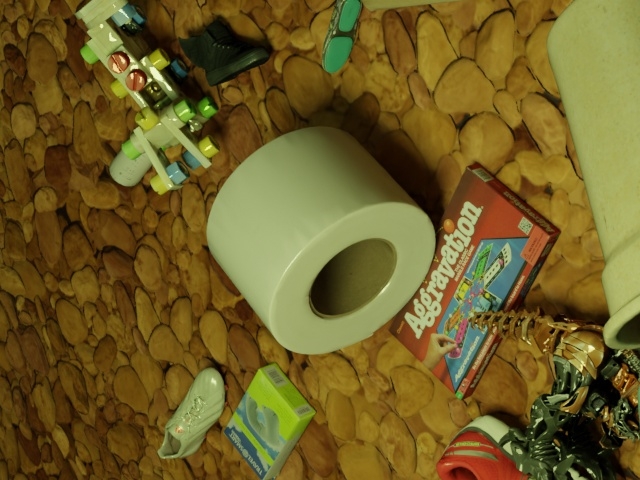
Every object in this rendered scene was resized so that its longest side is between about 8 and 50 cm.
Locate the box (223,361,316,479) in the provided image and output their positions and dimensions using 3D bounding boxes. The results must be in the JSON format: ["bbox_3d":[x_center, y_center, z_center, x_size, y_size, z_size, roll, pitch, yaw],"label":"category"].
[{"bbox_3d":[-0.083,0.286,1.949,0.109,0.042,0.178,48,131,25],"label":"box"}]

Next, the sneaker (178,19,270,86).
[{"bbox_3d":[-0.140,-0.277,1.819,0.170,0.051,0.089,-16,93,54],"label":"sneaker"}]

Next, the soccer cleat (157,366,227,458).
[{"bbox_3d":[-0.207,0.286,2.050,0.068,0.076,0.196,45,130,26],"label":"soccer cleat"}]

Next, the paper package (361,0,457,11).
[{"bbox_3d":[0.181,-0.396,1.251,0.325,0.309,0.168,5,148,47],"label":"paper package"}]

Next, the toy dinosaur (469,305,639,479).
[{"bbox_3d":[0.317,0.169,1.461,0.322,0.164,0.218,40,115,53],"label":"toy dinosaur"}]

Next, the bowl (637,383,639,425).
[{"bbox_3d":[0.431,0.155,1.214,0.311,0.311,0.163,-45,56,43],"label":"bowl"}]

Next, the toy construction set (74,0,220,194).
[{"bbox_3d":[-0.266,-0.243,1.833,0.151,0.215,0.327,-19,111,13],"label":"toy construction set"}]

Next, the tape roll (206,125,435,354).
[{"bbox_3d":[0.000,0.000,1.607,0.169,0.246,0.246,50,133,36],"label":"tape roll"}]

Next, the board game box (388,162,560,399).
[{"bbox_3d":[0.188,0.056,1.609,0.145,0.027,0.281,44,130,29],"label":"board game box"}]

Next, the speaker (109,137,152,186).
[{"bbox_3d":[-0.283,-0.143,2.008,0.136,0.055,0.055,-44,71,44],"label":"speaker"}]

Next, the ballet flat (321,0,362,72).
[{"bbox_3d":[0.027,-0.277,1.667,0.041,0.041,0.114,40,128,30],"label":"ballet flat"}]

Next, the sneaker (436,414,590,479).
[{"bbox_3d":[0.256,0.329,1.544,0.279,0.118,0.107,31,152,42],"label":"sneaker"}]

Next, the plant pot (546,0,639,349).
[{"bbox_3d":[0.369,-0.102,1.192,0.334,0.334,0.305,-38,64,45],"label":"plant pot"}]
